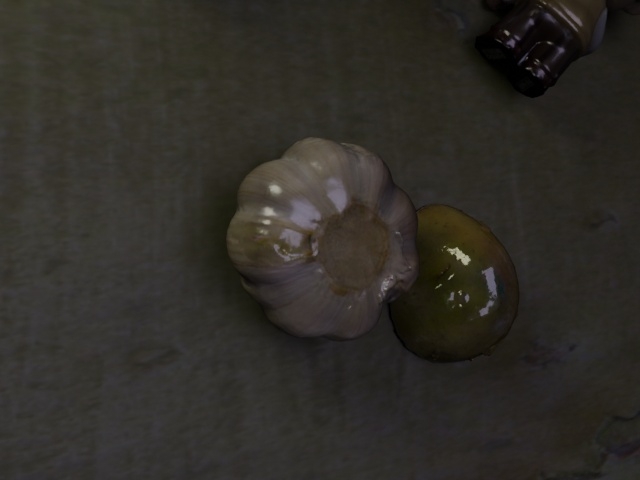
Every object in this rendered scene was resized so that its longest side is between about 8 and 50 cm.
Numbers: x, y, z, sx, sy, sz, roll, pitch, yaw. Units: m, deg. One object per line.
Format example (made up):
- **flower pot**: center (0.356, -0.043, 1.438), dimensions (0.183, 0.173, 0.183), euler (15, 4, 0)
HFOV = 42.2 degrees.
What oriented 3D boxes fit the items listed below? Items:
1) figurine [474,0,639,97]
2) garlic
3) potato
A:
- **figurine**: center (0.369, -0.354, 1.126), dimensions (0.218, 0.206, 0.365), euler (43, 94, 5)
- **garlic**: center (0.000, -0.004, 0.904), dimensions (0.228, 0.152, 0.227), euler (1, 89, -34)
- **potato**: center (0.183, 0.054, 1.015), dimensions (0.182, 0.117, 0.202), euler (11, 83, -23)
